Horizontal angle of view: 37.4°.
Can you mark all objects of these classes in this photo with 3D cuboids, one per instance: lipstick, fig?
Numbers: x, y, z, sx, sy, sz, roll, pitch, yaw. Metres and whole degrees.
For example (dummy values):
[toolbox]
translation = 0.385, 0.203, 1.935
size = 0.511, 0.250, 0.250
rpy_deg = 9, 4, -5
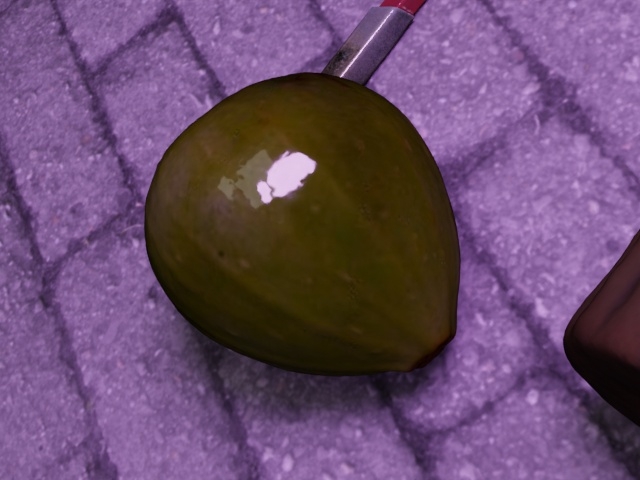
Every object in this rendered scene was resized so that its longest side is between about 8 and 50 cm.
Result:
[lipstick]
translation = 0.027, -0.196, 1.123
size = 0.051, 0.051, 0.312
rpy_deg = 35, 88, 36
[fig]
translation = 0.000, 0.000, 0.921
size = 0.316, 0.316, 0.316
rpy_deg = -11, 65, 24

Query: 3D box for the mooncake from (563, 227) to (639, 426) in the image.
[mooncake]
translation = 0.337, 0.093, 0.694
size = 0.290, 0.290, 0.161
rpy_deg = 30, 82, 34
